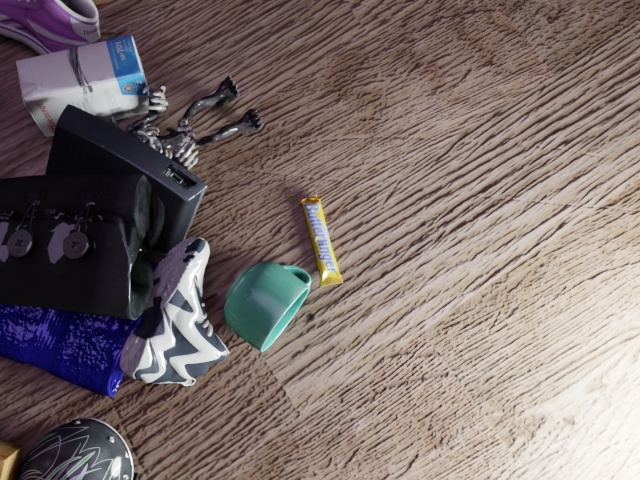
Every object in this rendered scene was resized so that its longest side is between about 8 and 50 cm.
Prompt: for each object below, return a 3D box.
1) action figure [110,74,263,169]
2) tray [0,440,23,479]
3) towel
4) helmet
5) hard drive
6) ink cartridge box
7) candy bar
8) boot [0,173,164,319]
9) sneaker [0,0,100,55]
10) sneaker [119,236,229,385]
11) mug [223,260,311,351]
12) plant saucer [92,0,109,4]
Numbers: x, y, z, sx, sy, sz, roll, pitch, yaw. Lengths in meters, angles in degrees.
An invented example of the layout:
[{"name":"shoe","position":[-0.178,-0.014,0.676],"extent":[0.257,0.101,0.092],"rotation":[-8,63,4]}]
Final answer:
[{"name":"action figure","position":[-0.246,-0.180,1.250],"extent":[0.275,0.141,0.164],"rotation":[-30,85,-15]},{"name":"tray","position":[-0.558,0.466,1.021],"extent":[0.202,0.076,0.411],"rotation":[13,93,-1]},{"name":"towel","position":[-0.425,0.091,1.193],"extent":[0.308,0.076,0.228],"rotation":[20,74,0]},{"name":"helmet","position":[-0.352,0.342,1.087],"extent":[0.169,0.161,0.170],"rotation":[1,75,-5]},{"name":"hard drive","position":[-0.322,-0.088,1.203],"extent":[0.254,0.172,0.054],"rotation":[30,37,0]},{"name":"ink cartridge box","position":[-0.388,-0.255,1.254],"extent":[0.190,0.140,0.082],"rotation":[-14,75,-9]},{"name":"candy bar","position":[0.000,0.000,1.285],"extent":[0.040,0.018,0.162],"rotation":[-12,77,-8]},{"name":"boot","position":[-0.469,0.079,1.089],"extent":[0.445,0.146,0.367],"rotation":[3,80,1]},{"name":"sneaker","position":[-0.493,-0.416,1.269],"extent":[0.282,0.161,0.102],"rotation":[28,53,-1]},{"name":"sneaker","position":[-0.197,0.122,1.178],"extent":[0.153,0.094,0.235],"rotation":[28,76,-38]},{"name":"mug","position":[-0.090,0.096,1.206],"extent":[0.097,0.158,0.129],"rotation":[36,99,7]},{"name":"plant saucer","position":[-0.429,-0.529,1.378],"extent":[0.198,0.036,0.199],"rotation":[2,74,-5]}]
